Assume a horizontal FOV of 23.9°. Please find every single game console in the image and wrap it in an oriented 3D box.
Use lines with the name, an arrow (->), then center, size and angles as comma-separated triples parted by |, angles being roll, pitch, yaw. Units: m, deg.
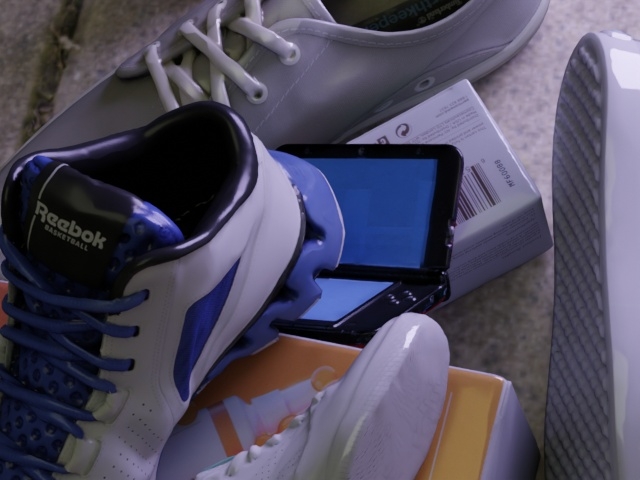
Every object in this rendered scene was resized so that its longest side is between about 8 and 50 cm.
game console -> 0.000, 0.000, 0.889 | 0.144, 0.124, 0.085 | 2, 110, 36

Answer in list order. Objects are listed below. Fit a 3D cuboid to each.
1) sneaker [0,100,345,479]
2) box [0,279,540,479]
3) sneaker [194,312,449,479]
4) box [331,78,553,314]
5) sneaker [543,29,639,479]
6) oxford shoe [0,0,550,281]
sneaker -> -0.120, 0.050, 0.743 | 0.127, 0.182, 0.315 | 28, 76, 25
box -> -0.070, 0.169, 0.875 | 0.345, 0.168, 0.215 | 9, 71, 18
sneaker -> -0.016, 0.121, 0.751 | 0.094, 0.080, 0.212 | 22, 75, 34
box -> 0.079, -0.026, 0.961 | 0.101, 0.087, 0.102 | -29, 64, 2
sneaker -> 0.217, 0.056, 0.871 | 0.150, 0.135, 0.366 | 5, 80, -7
oxford shoe -> -0.054, -0.105, 1.008 | 0.449, 0.130, 0.169 | -30, 66, 3
